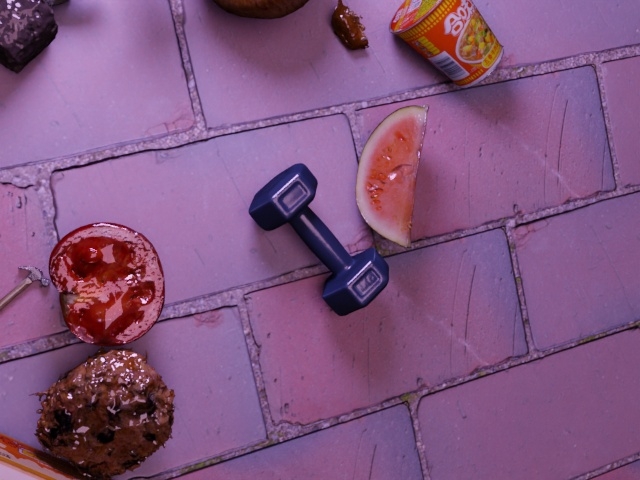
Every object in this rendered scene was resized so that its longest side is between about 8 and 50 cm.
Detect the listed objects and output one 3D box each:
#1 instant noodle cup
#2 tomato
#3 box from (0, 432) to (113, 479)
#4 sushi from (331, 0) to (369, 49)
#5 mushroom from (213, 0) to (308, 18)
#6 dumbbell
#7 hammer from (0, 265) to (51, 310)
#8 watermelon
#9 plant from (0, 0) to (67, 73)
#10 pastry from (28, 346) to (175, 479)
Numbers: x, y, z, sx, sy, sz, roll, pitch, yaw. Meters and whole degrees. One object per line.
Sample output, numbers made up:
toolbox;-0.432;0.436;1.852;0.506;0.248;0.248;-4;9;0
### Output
instant noodle cup;0.289;-0.452;1.740;0.212;0.193;0.193;41;78;-23
tomato;-0.403;0.078;1.522;0.200;0.139;0.233;-14;97;-15
box;-0.543;0.528;1.445;0.283;0.214;0.259;31;78;-18
sushi;0.065;-0.464;1.720;0.060;0.061;0.118;-43;124;-22
mushroom;-0.149;-0.611;1.508;0.334;0.356;0.331;-20;66;21
dumbbell;0.000;0.000;1.659;0.325;0.160;0.144;48;45;-14
hammer;-0.605;0.116;1.517;0.182;0.017;0.062;-42;103;-13
watermelon;0.177;-0.131;1.731;0.128;0.159;0.303;14;83;-48
plant;-0.525;-0.448;1.465;0.146;0.149;0.274;44;75;-15
pastry;-0.405;0.320;1.517;0.275;0.193;0.275;-11;120;-19
